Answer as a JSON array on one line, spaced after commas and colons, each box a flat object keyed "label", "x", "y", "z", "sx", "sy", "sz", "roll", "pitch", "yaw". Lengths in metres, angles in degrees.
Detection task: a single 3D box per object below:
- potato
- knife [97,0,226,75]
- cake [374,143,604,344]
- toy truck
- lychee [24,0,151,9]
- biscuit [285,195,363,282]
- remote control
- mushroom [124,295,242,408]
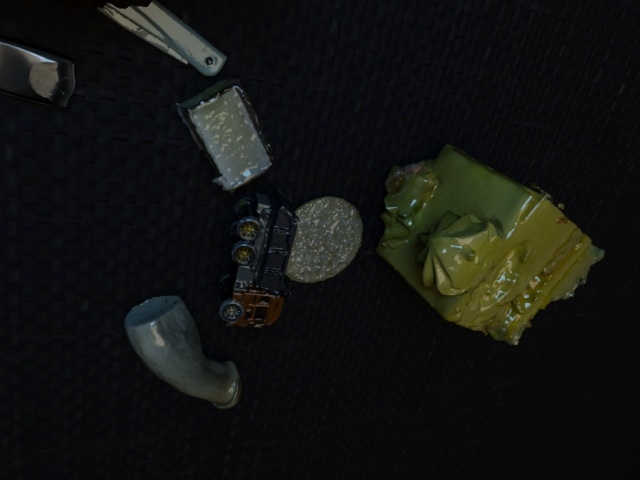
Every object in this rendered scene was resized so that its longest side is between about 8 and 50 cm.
[{"label": "potato", "x": -0.115, "y": -0.128, "z": 0.607, "sx": 0.086, "sy": 0.061, "sz": 0.122, "roll": -31, "pitch": 128, "yaw": -10}, {"label": "knife", "x": -0.178, "y": -0.233, "z": 0.538, "sx": 0.162, "sy": 0.023, "sz": 0.044, "roll": 30, "pitch": 98, "yaw": -36}, {"label": "cake", "x": 0.231, "y": -0.002, "z": 0.753, "sx": 0.285, "sy": 0.227, "sz": 0.223, "roll": 29, "pitch": 101, "yaw": -36}, {"label": "toy truck", "x": -0.083, "y": 0.026, "z": 0.682, "sx": 0.092, "sy": 0.083, "sz": 0.192, "roll": 9, "pitch": 113, "yaw": -17}, {"label": "lychee", "x": -0.203, "y": -0.298, "z": 0.371, "sx": 0.236, "sy": 0.236, "sz": 0.271, "roll": -56, "pitch": 149, "yaw": 9}, {"label": "biscuit", "x": 0.000, "y": 0.000, "z": 0.762, "sx": 0.151, "sy": 0.020, "sz": 0.152, "roll": -13, "pitch": 120, "yaw": -23}, {"label": "remote control", "x": -0.351, "y": -0.182, "z": 0.472, "sx": 0.211, "sy": 0.028, "sz": 0.059, "roll": 10, "pitch": 110, "yaw": -31}, {"label": "mushroom", "x": -0.191, "y": 0.176, "z": 0.721, "sx": 0.081, "sy": 0.092, "sz": 0.223, "roll": -9, "pitch": 129, "yaw": 29}]
